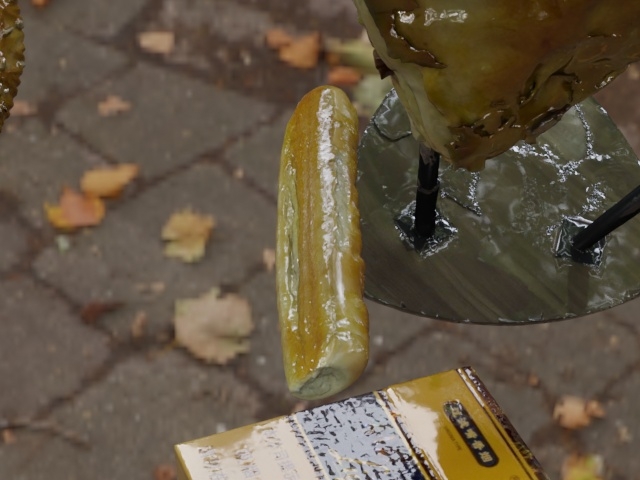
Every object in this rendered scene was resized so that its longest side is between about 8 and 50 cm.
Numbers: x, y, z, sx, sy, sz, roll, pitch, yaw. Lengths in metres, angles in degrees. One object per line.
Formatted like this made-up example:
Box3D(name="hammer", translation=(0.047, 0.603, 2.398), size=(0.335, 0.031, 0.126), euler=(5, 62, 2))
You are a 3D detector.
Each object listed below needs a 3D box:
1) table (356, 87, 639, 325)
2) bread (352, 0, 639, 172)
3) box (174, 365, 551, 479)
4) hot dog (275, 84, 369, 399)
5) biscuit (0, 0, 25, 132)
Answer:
Box3D(name="table", translation=(0.166, -0.086, 1.571), size=(0.317, 0.249, 0.317), euler=(3, 65, -7))
Box3D(name="bread", translation=(0.172, -0.225, 1.280), size=(0.324, 0.277, 0.167), euler=(-32, 27, -6))
Box3D(name="box", translation=(0.030, 0.184, 1.310), size=(0.237, 0.070, 0.152), euler=(-15, 36, -13))
Box3D(name="hot dog", translation=(0.001, 0.000, 0.656), size=(0.028, 0.044, 0.137), euler=(25, 39, -29))
Box3D(name="biscuit", translation=(-0.385, -0.173, 1.498), size=(0.305, 0.038, 0.305), euler=(4, 82, -27))
